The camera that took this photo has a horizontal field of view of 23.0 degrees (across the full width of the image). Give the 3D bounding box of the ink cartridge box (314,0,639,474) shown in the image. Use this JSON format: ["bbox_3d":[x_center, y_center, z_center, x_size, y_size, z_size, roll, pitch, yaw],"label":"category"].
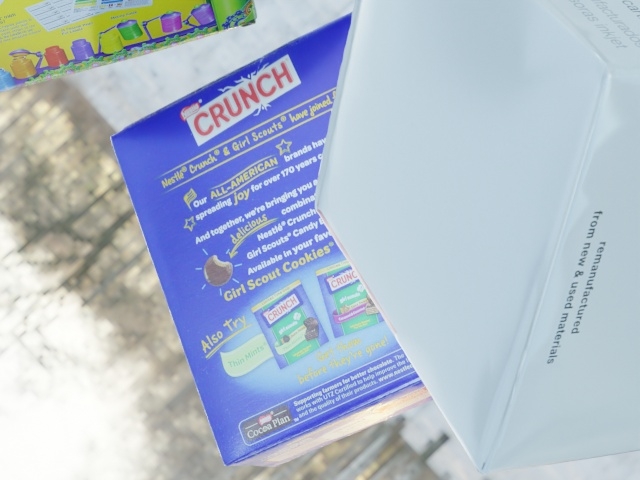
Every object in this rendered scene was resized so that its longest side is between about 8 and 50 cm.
[{"bbox_3d":[0.110,-0.029,0.454,0.128,0.176,0.127,-123,36,-48],"label":"ink cartridge box"}]

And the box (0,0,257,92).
[{"bbox_3d":[-0.225,-0.285,1.283,0.279,0.290,0.177,80,175,-63],"label":"box"}]

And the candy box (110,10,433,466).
[{"bbox_3d":[0.000,0.000,1.353,0.122,0.268,0.317,22,-135,-68],"label":"candy box"}]
